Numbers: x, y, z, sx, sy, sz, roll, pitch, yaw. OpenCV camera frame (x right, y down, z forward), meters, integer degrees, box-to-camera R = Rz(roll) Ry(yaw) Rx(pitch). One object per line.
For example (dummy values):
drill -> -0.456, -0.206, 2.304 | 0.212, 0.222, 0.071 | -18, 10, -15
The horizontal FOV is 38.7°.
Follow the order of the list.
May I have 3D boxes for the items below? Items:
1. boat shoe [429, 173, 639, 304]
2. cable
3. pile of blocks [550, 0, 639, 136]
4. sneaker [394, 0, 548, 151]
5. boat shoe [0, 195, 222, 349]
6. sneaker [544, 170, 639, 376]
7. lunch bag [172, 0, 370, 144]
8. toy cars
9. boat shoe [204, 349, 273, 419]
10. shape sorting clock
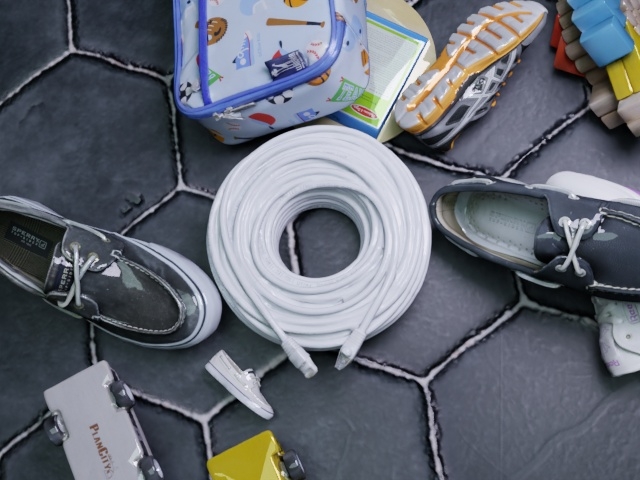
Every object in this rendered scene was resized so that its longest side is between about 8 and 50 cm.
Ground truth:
boat shoe -> 0.245, 0.000, 0.943 | 0.302, 0.091, 0.114 | 14, 104, 46
cable -> 0.000, 0.000, 1.048 | 0.257, 0.089, 0.257 | 42, 83, 15
pile of blocks -> 0.296, -0.281, 1.059 | 0.112, 0.149, 0.362 | -27, 65, 42
sneaker -> 0.183, -0.194, 1.069 | 0.215, 0.083, 0.084 | -43, 39, 6
boat shoe -> -0.278, 0.041, 1.044 | 0.335, 0.119, 0.121 | 20, 97, 17
sneaker -> 0.335, 0.054, 0.977 | 0.152, 0.114, 0.305 | -39, 74, -5
lunch bag -> -0.071, -0.267, 1.081 | 0.243, 0.115, 0.303 | -13, 65, 24
toy cars -> -0.139, 0.273, 0.999 | 0.394, 0.087, 0.176 | 20, 74, 15
boat shoe -> -0.087, 0.163, 1.044 | 0.100, 0.035, 0.035 | 39, 86, 21
shape sorting clock -> 0.039, -0.212, 1.121 | 0.206, 0.040, 0.206 | -1, 80, 7
